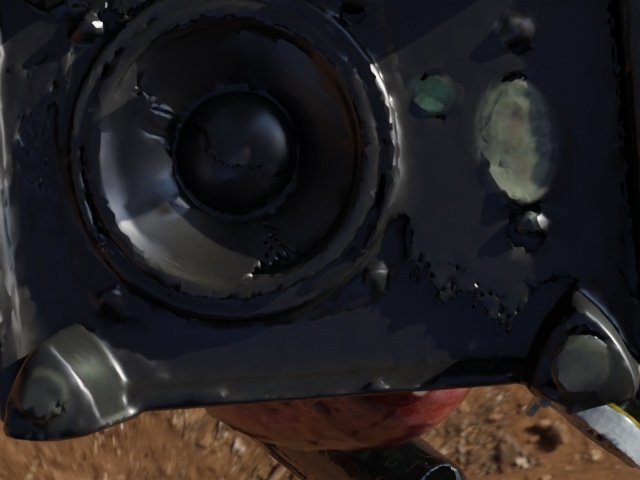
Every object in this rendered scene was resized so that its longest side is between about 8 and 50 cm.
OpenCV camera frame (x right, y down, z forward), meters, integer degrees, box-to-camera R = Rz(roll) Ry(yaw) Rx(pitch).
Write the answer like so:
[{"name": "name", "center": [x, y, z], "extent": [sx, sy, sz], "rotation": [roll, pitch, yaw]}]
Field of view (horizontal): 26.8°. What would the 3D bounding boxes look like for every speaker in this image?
[{"name": "speaker", "center": [0.005, -0.037, 0.521], "extent": [0.232, 0.254, 0.184], "rotation": [-5, 91, 9]}]

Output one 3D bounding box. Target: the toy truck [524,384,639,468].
[{"name": "toy truck", "center": [0.292, 0.142, 0.801], "extent": [0.367, 0.175, 0.146], "rotation": [38, 83, -1]}]

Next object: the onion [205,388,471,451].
[{"name": "onion", "center": [0.000, 0.000, 0.782], "extent": [0.246, 0.246, 0.190], "rotation": [47, 32, 6]}]

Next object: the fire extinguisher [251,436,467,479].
[{"name": "fire extinguisher", "center": [0.017, 0.143, 0.883], "extent": [0.089, 0.268, 0.072], "rotation": [2, 111, -42]}]
